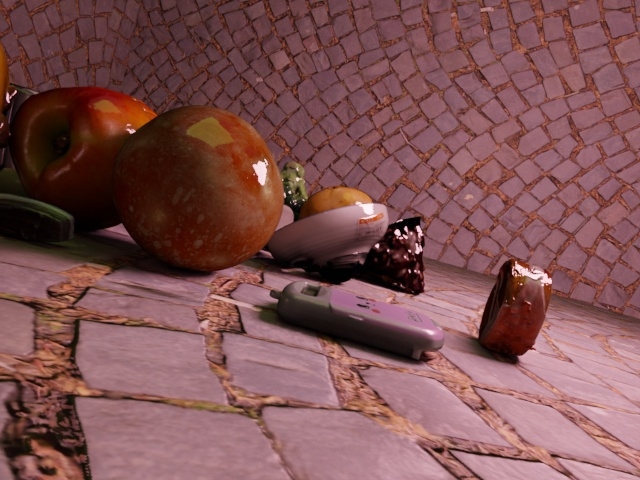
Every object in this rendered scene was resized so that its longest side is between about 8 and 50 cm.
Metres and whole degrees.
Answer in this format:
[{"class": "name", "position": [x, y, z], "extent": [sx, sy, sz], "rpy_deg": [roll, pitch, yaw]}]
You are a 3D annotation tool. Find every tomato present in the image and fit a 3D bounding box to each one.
[{"class": "tomato", "position": [-0.176, -0.087, 0.795], "extent": [0.223, 0.270, 0.270], "rpy_deg": [-15, -14, 33]}]

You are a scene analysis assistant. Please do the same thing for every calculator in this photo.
[{"class": "calculator", "position": [0.048, 0.105, 0.686], "extent": [0.246, 0.045, 0.141], "rpy_deg": [15, 4, 4]}]

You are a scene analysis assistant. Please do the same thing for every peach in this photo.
[{"class": "peach", "position": [-0.402, -0.142, 0.912], "extent": [0.249, 0.245, 0.275], "rpy_deg": [9, 3, 14]}]

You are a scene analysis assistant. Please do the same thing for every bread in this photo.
[{"class": "bread", "position": [0.322, 0.114, 0.828], "extent": [0.073, 0.160, 0.160], "rpy_deg": [20, 5, 8]}]

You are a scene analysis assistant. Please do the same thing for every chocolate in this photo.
[{"class": "chocolate", "position": [0.190, 0.069, 1.269], "extent": [0.224, 0.206, 0.177], "rpy_deg": [-8, 66, -55]}]

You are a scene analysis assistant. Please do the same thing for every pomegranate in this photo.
[{"class": "pomegranate", "position": [0.042, -0.049, 1.405], "extent": [0.233, 0.233, 0.233], "rpy_deg": [15, 4, -1]}]

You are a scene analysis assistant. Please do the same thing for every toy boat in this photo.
[{"class": "toy boat", "position": [-0.422, -0.036, 0.715], "extent": [0.140, 0.059, 0.066], "rpy_deg": [13, 17, -8]}]

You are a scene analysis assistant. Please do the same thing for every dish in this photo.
[{"class": "dish", "position": [0.029, 0.028, 1.079], "extent": [0.273, 0.133, 0.273], "rpy_deg": [-14, -11, -3]}]

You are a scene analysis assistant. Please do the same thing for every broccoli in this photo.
[{"class": "broccoli", "position": [-0.133, -0.126, 1.551], "extent": [0.270, 0.270, 0.270], "rpy_deg": [19, -24, 9]}]

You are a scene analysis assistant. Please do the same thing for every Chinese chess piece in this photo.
[{"class": "Chinese chess piece", "position": [-0.596, -0.106, 1.046], "extent": [0.144, 0.058, 0.144], "rpy_deg": [17, 5, -2]}]

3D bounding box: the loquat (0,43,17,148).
[{"class": "loquat", "position": [-0.635, -0.232, 0.709], "extent": [0.360, 0.328, 0.328], "rpy_deg": [19, 2, -28]}]

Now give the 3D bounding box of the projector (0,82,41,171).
[{"class": "projector", "position": [-0.861, -0.291, 1.290], "extent": [0.405, 0.242, 0.395], "rpy_deg": [14, 7, -2]}]

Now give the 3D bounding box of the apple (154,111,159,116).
[{"class": "apple", "position": [-0.504, -0.228, 1.317], "extent": [0.309, 0.277, 0.250], "rpy_deg": [8, -11, -37]}]

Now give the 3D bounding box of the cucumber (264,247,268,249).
[{"class": "cucumber", "position": [-0.063, 0.018, 1.285], "extent": [0.245, 0.067, 0.067], "rpy_deg": [15, 4, 24]}]

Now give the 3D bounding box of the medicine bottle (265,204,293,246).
[{"class": "medicine bottle", "position": [-0.264, -0.070, 1.206], "extent": [0.375, 0.122, 0.282], "rpy_deg": [12, 2, 32]}]
